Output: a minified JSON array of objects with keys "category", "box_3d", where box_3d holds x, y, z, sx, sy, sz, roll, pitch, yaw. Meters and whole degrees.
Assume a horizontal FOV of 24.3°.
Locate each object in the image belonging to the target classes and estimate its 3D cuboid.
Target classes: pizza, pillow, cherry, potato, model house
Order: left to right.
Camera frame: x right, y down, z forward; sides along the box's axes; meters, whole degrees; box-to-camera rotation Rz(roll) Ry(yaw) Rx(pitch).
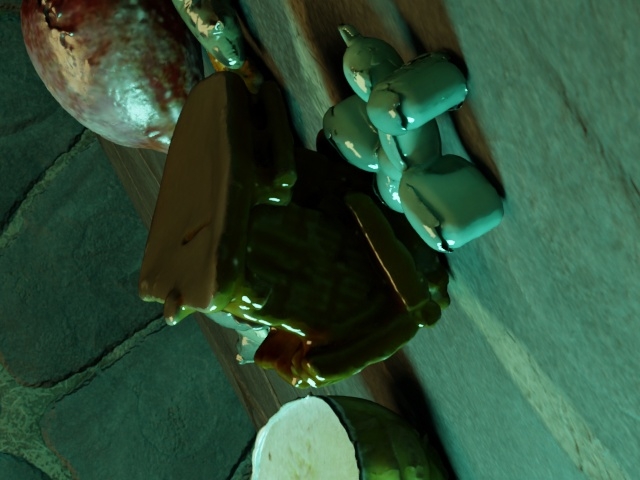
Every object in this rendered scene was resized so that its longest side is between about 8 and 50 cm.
[{"category":"cherry","box_3d":[-0.202,-0.196,1.533,0.250,0.175,0.192,61,158,-5]},{"category":"pillow","box_3d":[-0.131,-0.264,1.333,0.241,0.051,0.093,61,170,18]},{"category":"pizza","box_3d":[-0.070,-0.138,1.407,0.176,0.036,0.185,61,172,18]},{"category":"model house","box_3d":[-0.001,-0.001,1.080,0.199,0.229,0.220,-7,67,62]},{"category":"potato","box_3d":[0.057,0.281,1.508,0.246,0.196,0.300,46,133,49]}]

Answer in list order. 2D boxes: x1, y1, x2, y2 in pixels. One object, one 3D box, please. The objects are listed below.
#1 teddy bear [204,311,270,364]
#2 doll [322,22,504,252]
[{"category":"teddy bear","box_3d":[-0.036,0.026,1.444,0.251,0.144,0.171,46,-133,-71]},{"category":"doll","box_3d":[0.052,-0.062,0.942,0.158,0.059,0.159,47,163,50]}]
